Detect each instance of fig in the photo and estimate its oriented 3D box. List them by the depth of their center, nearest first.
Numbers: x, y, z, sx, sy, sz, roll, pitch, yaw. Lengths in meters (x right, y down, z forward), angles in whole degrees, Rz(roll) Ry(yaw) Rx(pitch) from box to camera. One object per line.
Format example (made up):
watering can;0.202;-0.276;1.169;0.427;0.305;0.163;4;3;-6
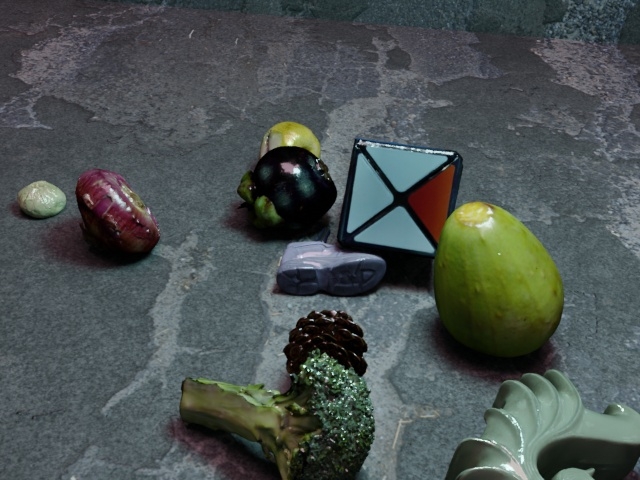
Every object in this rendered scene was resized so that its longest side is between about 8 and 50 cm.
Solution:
fig;0.349;0.070;1.610;0.258;0.326;0.258;-19;23;8

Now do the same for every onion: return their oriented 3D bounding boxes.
onion;-0.483;-0.054;1.833;0.163;0.230;0.230;-35;37;6

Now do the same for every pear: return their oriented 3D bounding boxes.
pear;-0.091;-0.236;2.164;0.178;0.178;0.178;3;33;-2

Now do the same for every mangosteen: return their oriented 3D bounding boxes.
mangosteen;-0.086;-0.123;1.962;0.243;0.242;0.243;3;33;-2

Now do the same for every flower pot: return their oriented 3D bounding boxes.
flower pot;0.370;0.364;1.306;0.254;0.164;0.367;27;39;21

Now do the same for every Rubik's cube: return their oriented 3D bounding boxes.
Rubik's cube;0.178;-0.101;1.845;0.249;0.249;0.246;10;7;2

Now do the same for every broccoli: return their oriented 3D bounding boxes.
broccoli;-0.084;0.322;1.335;0.361;0.252;0.221;-15;13;39

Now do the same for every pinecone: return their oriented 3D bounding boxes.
pinecone;0.015;0.203;1.517;0.163;0.162;0.165;9;22;7

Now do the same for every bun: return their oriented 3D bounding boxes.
bun;-0.688;-0.107;1.972;0.115;0.069;0.115;5;34;-3

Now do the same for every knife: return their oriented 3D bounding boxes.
knife;0.000;0.000;1.943;0.031;0.018;0.121;13;33;10

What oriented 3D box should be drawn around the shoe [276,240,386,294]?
shoe;0.023;0.050;1.801;0.245;0.095;0.137;-4;36;-1
